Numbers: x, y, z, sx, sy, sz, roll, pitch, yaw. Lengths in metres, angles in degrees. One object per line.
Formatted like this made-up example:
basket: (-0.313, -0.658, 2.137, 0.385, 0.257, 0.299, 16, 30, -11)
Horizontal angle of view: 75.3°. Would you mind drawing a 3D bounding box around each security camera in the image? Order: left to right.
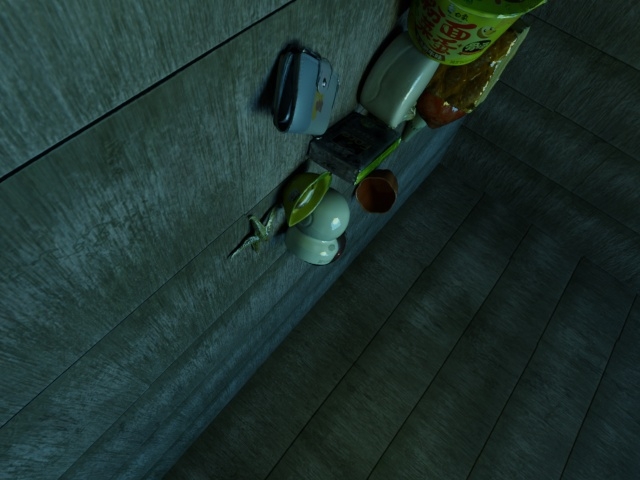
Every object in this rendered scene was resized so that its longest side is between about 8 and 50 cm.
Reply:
security camera: (-0.001, -0.063, 1.378, 0.194, 0.194, 0.236, -32, 150, -58)

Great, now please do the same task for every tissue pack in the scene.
tissue pack: (0.100, -0.272, 1.192, 0.235, 0.173, 0.073, -42, 157, -35)

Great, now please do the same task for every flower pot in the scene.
flower pot: (0.276, -0.241, 1.911, 0.173, 0.190, 0.191, -53, 172, -50)

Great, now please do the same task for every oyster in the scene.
oyster: (0.322, -0.485, 1.616, 0.191, 0.081, 0.163, -46, 171, -10)

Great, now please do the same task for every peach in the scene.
peach: (0.479, -0.557, 1.641, 0.232, 0.232, 0.257, -39, 144, -46)

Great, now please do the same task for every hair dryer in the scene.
hair dryer: (0.447, -0.557, 1.919, 0.219, 0.088, 0.225, -55, -176, 42)

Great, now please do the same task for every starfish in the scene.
starfish: (-0.183, -0.015, 1.204, 0.217, 0.050, 0.223, -41, 160, -13)

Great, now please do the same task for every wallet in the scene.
wallet: (-0.030, -0.306, 0.879, 0.231, 0.069, 0.170, -29, 136, -68)

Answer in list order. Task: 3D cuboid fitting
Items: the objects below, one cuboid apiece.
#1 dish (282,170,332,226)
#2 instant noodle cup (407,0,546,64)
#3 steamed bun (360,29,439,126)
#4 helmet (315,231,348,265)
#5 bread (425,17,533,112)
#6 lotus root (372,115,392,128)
dish: (-0.053, -0.143, 1.213, 0.208, 0.080, 0.149, -52, 164, 5)
instant noodle cup: (0.358, -0.592, 1.006, 0.311, 0.311, 0.221, -50, 177, -12)
steamed bun: (0.222, -0.456, 1.173, 0.242, 0.146, 0.164, -56, 170, 23)
helmet: (0.000, 0.000, 1.600, 0.216, 0.193, 0.189, -23, 168, 1)
bread: (0.445, -0.595, 1.295, 0.207, 0.279, 0.279, -42, 161, -41)
lotus root: (0.223, -0.443, 1.385, 0.203, 0.077, 0.183, -18, 130, -80)
